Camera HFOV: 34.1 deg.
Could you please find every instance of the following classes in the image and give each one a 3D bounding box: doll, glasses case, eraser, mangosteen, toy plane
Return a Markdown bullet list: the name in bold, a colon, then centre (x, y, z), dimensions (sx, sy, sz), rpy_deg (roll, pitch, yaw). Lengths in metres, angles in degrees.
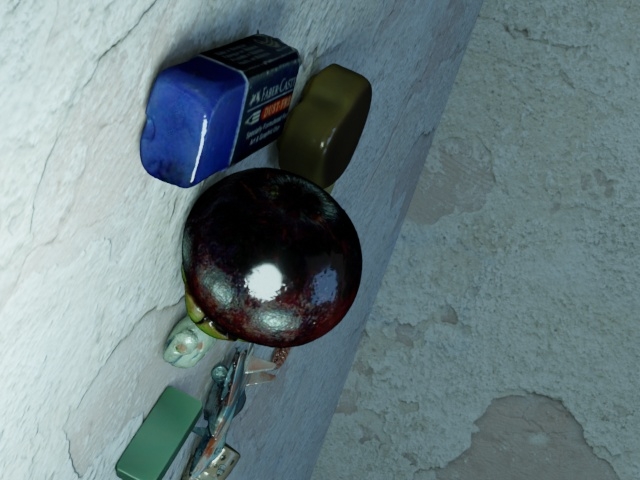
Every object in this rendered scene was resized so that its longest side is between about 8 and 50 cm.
- **doll**: centre (-0.224, 0.172, 1.795), dimensions (0.103, 0.071, 0.214), rpy_deg (-46, 176, 0)
- **glasses case**: centre (-0.282, 0.349, 1.836), dimensions (0.184, 0.077, 0.039), rpy_deg (-58, 168, -35)
- **eraser**: centre (-0.130, -0.190, 1.452), dimensions (0.332, 0.101, 0.155), rpy_deg (-45, 154, -64)
- **mangosteen**: centre (-0.082, 0.044, 1.644), dimensions (0.300, 0.300, 0.300), rpy_deg (23, 90, -78)
- **toy plane**: centre (-0.203, 0.346, 2.137), dimensions (0.326, 0.104, 0.223), rpy_deg (-55, 162, -33)

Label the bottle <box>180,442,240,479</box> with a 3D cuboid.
- **bottle**: centre (-0.250, 0.502, 2.254), dimensions (0.152, 0.099, 0.099), rpy_deg (-57, 167, -6)

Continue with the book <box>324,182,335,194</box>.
- **book**: centre (-0.027, -0.031, 2.244), dimensions (0.161, 0.026, 0.231), rpy_deg (-61, -176, 42)

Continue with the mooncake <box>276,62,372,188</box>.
- **mooncake**: centre (0.004, -0.209, 1.981), dimensions (0.235, 0.117, 0.235), rpy_deg (-61, 169, -21)

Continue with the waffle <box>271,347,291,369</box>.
- **waffle**: centre (-0.102, 0.294, 2.660), dimensions (0.075, 0.029, 0.083), rpy_deg (-41, 154, -59)

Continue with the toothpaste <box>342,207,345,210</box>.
- **toothpaste**: centre (0.000, 0.000, 2.531), dimensions (0.193, 0.044, 0.070), rpy_deg (-57, 166, -41)
